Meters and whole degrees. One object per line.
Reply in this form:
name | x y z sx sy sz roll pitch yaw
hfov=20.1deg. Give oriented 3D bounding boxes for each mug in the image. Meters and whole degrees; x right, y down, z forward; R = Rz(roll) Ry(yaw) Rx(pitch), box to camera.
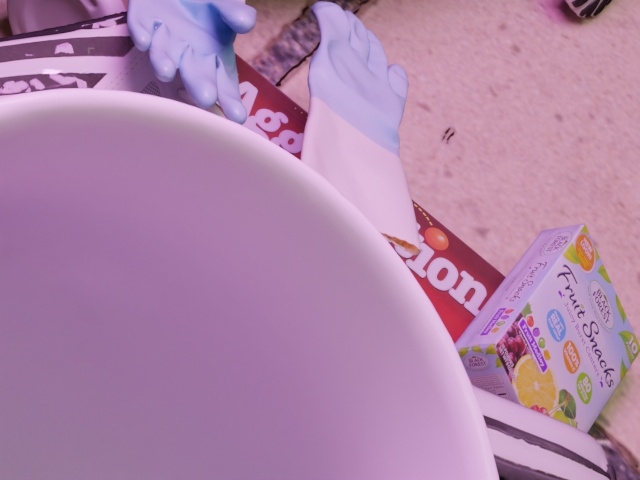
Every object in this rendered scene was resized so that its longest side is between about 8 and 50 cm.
mug | -0.173 0.141 0.655 0.374 0.328 0.276 -17 82 -40

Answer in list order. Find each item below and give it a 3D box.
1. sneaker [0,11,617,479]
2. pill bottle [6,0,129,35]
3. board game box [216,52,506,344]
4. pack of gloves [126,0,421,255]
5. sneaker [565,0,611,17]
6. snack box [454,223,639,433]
sneaker | -0.030 0.009 0.983 0.447 0.169 0.257 19 58 -15
pill bottle | -0.108 -0.164 1.138 0.094 0.094 0.169 45 46 6
board game box | 0.000 0.000 1.127 0.281 0.027 0.145 39 45 0
pack of gloves | -0.015 -0.116 1.028 0.195 0.046 0.232 31 28 -19
sneaker | 0.213 -0.231 1.422 0.071 0.068 0.170 27 36 10
snack box | 0.143 0.068 1.126 0.141 0.037 0.100 -47 118 -45
